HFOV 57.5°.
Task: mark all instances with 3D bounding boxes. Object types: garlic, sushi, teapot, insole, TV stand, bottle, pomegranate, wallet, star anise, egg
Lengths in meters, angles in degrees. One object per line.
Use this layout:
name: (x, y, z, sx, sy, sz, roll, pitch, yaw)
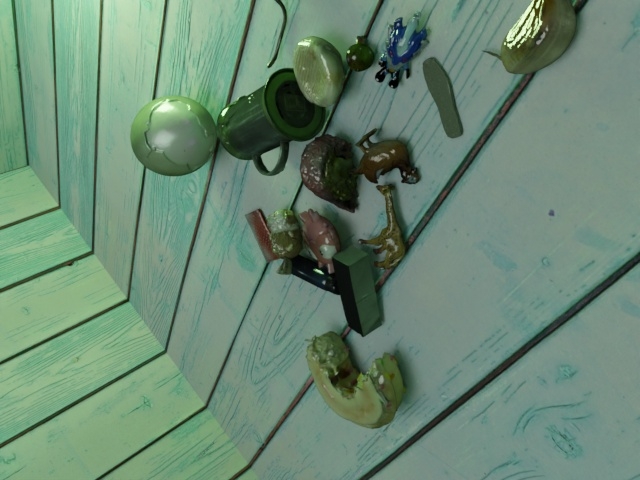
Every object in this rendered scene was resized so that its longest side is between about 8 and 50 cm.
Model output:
garlic: (0.400, -0.386, 1.119, 0.128, 0.091, 0.198, 67, 153, 18)
sushi: (0.025, -0.170, 1.616, 0.108, 0.161, 0.240, 20, 126, 40)
teapot: (-0.156, -0.321, 1.694, 0.337, 0.201, 0.270, -9, 88, 54)
insole: (0.282, -0.327, 1.340, 0.063, 0.010, 0.191, -9, 106, 53)
TV stand: (0.112, 0.155, 1.755, 0.088, 0.083, 0.269, 27, 140, 48)
bottle: (-0.016, 0.111, 1.922, 0.245, 0.072, 0.082, 23, 165, 40)
pomegranate: (0.093, -0.457, 1.428, 0.073, 0.073, 0.084, -5, 109, 51)
wallet: (-0.205, -0.016, 2.104, 0.103, 0.020, 0.196, -20, 97, 54)
star anise: (-0.113, -0.599, 1.570, 0.219, 0.148, 0.227, -22, 127, 21)
egg: (-0.500, -0.362, 2.010, 0.336, 0.278, 0.278, -11, 104, 57)

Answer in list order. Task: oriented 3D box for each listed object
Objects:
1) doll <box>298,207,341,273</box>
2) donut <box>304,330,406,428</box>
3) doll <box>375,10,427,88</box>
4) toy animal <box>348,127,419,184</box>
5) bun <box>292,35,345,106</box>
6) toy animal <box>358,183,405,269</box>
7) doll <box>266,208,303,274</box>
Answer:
doll: (0.000, 0.000, 1.804, 0.211, 0.093, 0.262, 67, 160, -6)
donut: (0.123, 0.463, 1.917, 0.371, 0.150, 0.307, 11, 121, 46)
doll: (0.185, -0.440, 1.338, 0.096, 0.070, 0.195, 24, 140, -1)
toy animal: (0.159, -0.194, 1.518, 0.179, 0.089, 0.188, 48, 138, -7)
bun: (0.011, -0.441, 1.510, 0.183, 0.102, 0.183, 44, 148, 36)
toy animal: (0.184, -0.027, 1.612, 0.149, 0.054, 0.275, 42, 142, 29)
doll: (-0.111, 0.002, 1.916, 0.105, 0.115, 0.221, -15, 78, 15)
